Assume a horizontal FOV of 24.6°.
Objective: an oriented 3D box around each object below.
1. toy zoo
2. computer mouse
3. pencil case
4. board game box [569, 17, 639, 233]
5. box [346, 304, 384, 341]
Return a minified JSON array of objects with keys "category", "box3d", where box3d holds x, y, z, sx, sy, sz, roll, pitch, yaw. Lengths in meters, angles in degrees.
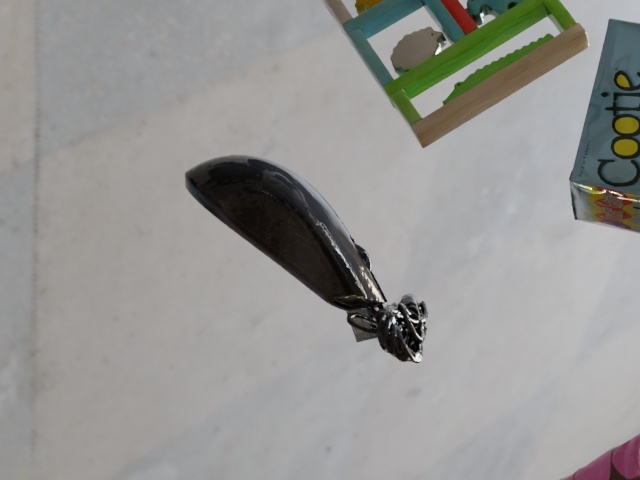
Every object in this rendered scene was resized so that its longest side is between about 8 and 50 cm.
[{"category":"toy zoo","box3d":[0.109,-0.251,1.471,0.192,0.293,0.030,-31,150,1]},{"category":"computer mouse","box3d":[0.000,0.000,1.335,0.072,0.272,0.188,-53,177,7]},{"category":"pencil case","box3d":[0.276,0.259,1.432,0.098,0.095,0.209,-16,165,-43]},{"category":"board game box","box3d":[0.355,-0.068,1.190,0.142,0.275,0.144,48,56,-73]},{"category":"box","box3d":[0.041,0.059,1.480,0.018,0.083,0.067,-18,177,-18]}]
